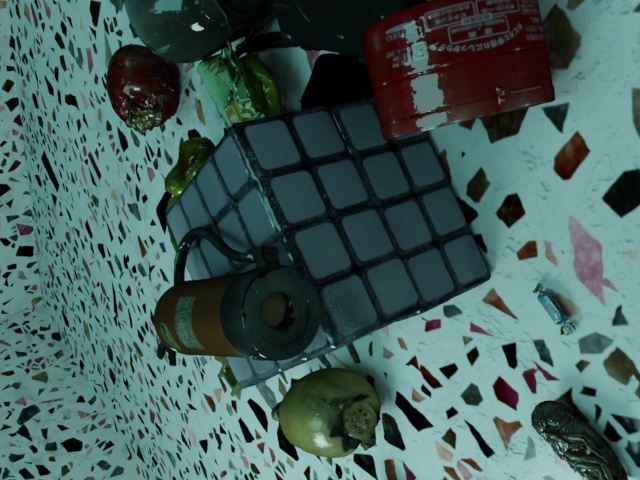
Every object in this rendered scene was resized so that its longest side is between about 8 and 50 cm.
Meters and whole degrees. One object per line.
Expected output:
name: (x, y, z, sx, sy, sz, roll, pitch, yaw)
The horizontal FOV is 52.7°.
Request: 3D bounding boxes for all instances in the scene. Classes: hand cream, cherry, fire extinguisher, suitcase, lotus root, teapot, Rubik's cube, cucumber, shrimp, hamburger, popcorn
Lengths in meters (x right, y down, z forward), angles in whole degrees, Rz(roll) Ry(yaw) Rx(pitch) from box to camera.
hand cream: (0.171, -0.219, 0.813, 0.230, 0.230, 0.149, 0, 107, 54)
cherry: (-0.453, -0.396, 1.617, 0.192, 0.175, 0.249, 77, 167, -65)
fire extinguisher: (-0.140, 0.079, 0.922, 0.376, 0.113, 0.200, -14, 52, 54)
suitcase: (0.032, -0.377, 0.978, 0.286, 0.066, 0.206, 22, 146, 37)
lotus root: (-0.002, 0.359, 1.360, 0.310, 0.183, 0.182, -19, 90, 56)
teapot: (-0.179, -0.487, 1.208, 0.285, 0.305, 0.223, 2, 137, 43)
Rubik's cube: (0.000, 0.000, 1.051, 0.344, 0.337, 0.343, -35, 78, 53)
cucumber: (-0.108, -0.392, 1.276, 0.184, 0.033, 0.036, 13, 91, 50)
shrimp: (0.379, 0.310, 0.919, 0.190, 0.075, 0.073, 46, 107, 16)
hamburger: (-0.145, -0.287, 1.256, 0.214, 0.125, 0.235, 43, 147, 46)
popcorn: (-0.229, -0.083, 1.419, 0.276, 0.226, 0.276, 28, 129, 40)

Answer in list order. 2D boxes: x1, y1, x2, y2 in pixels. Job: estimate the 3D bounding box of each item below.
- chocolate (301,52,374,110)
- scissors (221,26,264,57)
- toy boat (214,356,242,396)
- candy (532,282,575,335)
chocolate: (0.034, -0.251, 1.101, 0.149, 0.080, 0.125, -38, 59, 36)
scissors: (-0.102, -0.430, 1.240, 0.300, 0.022, 0.109, -7, 73, 49)
toy boat: (-0.168, 0.221, 1.537, 0.136, 0.162, 0.445, 48, 139, 26)
candy: (0.331, 0.099, 0.920, 0.083, 0.020, 0.030, 57, 142, 20)
